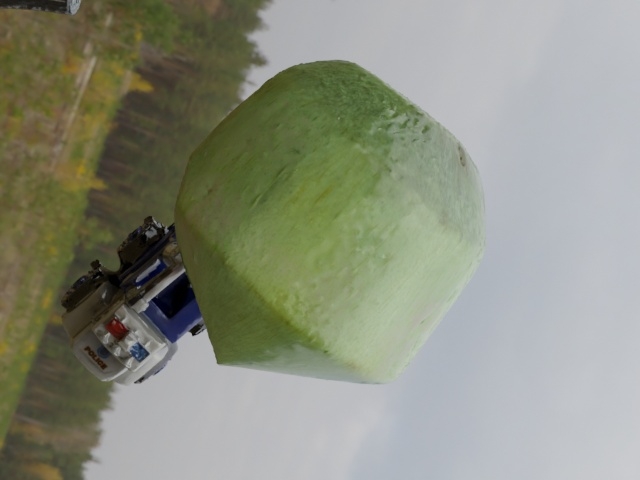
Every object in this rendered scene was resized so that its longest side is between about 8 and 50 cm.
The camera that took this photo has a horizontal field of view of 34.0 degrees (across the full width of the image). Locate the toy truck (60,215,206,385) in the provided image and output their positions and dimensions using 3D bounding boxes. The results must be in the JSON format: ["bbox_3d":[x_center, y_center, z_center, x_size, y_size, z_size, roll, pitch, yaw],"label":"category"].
[{"bbox_3d":[-0.212,0.083,1.286,0.213,0.161,0.177,-42,-167,-1],"label":"toy truck"}]

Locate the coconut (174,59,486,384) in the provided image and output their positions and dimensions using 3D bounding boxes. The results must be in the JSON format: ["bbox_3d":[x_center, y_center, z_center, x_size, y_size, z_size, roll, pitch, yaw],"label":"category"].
[{"bbox_3d":[0.000,0.000,1.038,0.281,0.328,0.329,42,-62,35],"label":"coconut"}]

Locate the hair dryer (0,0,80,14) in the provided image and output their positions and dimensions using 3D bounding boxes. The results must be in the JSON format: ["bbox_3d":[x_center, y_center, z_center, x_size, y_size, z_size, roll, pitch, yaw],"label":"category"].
[{"bbox_3d":[-0.287,-0.126,0.752,0.075,0.195,0.219,88,14,-83],"label":"hair dryer"}]
